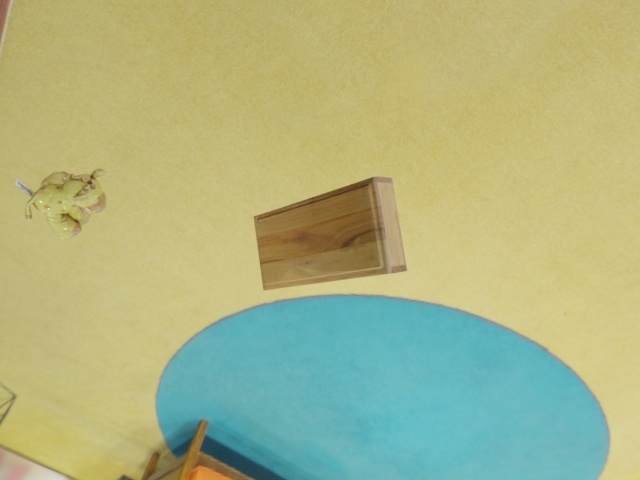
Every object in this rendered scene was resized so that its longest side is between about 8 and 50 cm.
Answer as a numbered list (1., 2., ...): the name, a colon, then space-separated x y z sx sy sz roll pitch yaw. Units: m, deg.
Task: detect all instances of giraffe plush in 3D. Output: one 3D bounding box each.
1. giraffe plush: -0.639 -0.118 1.162 0.170 0.182 0.210 -13 159 11

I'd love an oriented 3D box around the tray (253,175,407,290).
1. tray: 0.000 0.000 1.062 0.410 0.076 0.203 -13 84 43
